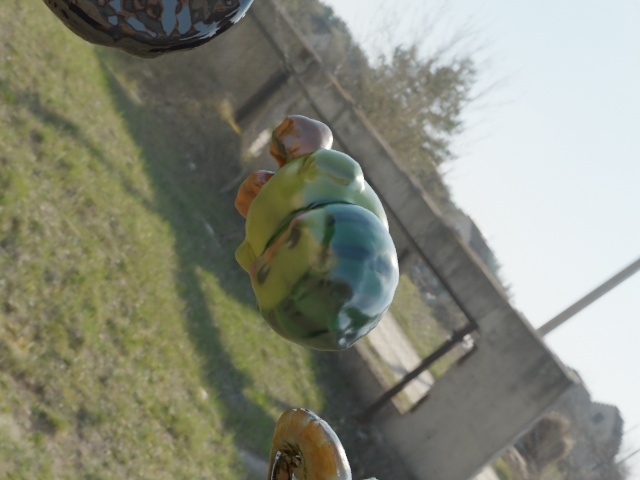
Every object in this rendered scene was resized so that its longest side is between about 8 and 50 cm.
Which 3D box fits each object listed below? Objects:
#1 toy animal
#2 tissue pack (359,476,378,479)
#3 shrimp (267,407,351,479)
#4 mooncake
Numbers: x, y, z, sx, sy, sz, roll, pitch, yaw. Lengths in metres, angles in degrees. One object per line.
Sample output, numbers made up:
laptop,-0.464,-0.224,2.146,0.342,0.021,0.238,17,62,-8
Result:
toy animal,0.003,0.002,1.134,0.191,0.216,0.338,26,24,-28
tissue pack,-0.021,0.243,0.495,0.092,0.148,0.196,62,18,-21
shrimp,-0.023,0.308,1.042,0.068,0.249,0.150,-6,32,-30
mooncake,-0.193,-0.347,0.954,0.283,0.283,0.141,50,0,-38
